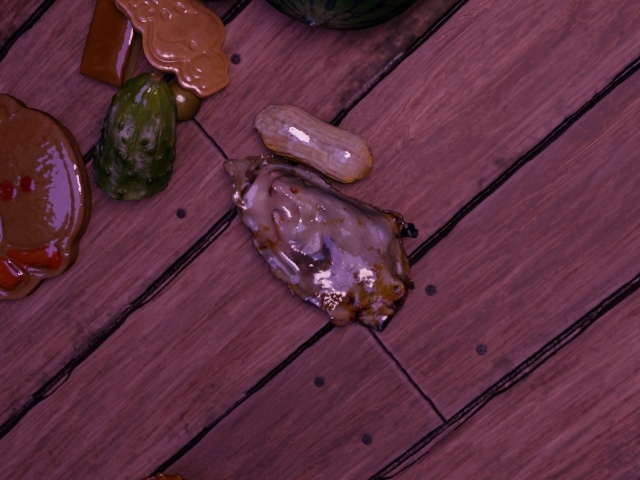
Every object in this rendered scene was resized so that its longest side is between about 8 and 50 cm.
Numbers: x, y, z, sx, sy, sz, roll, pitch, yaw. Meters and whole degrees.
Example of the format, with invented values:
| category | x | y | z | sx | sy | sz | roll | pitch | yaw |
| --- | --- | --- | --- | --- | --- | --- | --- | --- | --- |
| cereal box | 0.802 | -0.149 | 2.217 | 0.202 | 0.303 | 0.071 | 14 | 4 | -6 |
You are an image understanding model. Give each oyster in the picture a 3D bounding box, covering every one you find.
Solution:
| category | x | y | z | sx | sy | sz | roll | pitch | yaw |
| --- | --- | --- | --- | --- | --- | --- | --- | --- | --- |
| oyster | -0.011 | -0.003 | 1.337 | 0.361 | 0.096 | 0.221 | 27 | 110 | 9 |

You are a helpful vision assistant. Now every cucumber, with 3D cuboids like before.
| category | x | y | z | sx | sy | sz | roll | pitch | yaw |
| --- | --- | --- | --- | --- | --- | --- | --- | --- | --- |
| cucumber | -0.285 | -0.181 | 1.317 | 0.134 | 0.134 | 0.244 | 39 | 137 | 7 |

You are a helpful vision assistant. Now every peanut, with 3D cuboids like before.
| category | x | y | z | sx | sy | sz | roll | pitch | yaw |
| --- | --- | --- | --- | --- | --- | --- | --- | --- | --- |
| peanut | -0.012 | -0.157 | 1.321 | 0.206 | 0.087 | 0.087 | 25 | 102 | 10 |

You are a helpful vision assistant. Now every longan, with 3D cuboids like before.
| category | x | y | z | sx | sy | sz | roll | pitch | yaw |
| --- | --- | --- | --- | --- | --- | --- | --- | --- | --- |
| longan | -0.239 | -0.232 | 1.374 | 0.083 | 0.075 | 0.075 | 4 | 99 | -21 |

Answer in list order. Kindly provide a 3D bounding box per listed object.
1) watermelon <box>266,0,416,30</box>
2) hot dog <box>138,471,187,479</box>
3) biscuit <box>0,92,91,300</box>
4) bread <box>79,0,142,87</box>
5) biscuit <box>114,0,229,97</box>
| category | x | y | z | sx | sy | sz | roll | pitch | yaw |
| --- | --- | --- | --- | --- | --- | --- | --- | --- | --- |
| watermelon | 0.029 | -0.471 | 1.146 | 0.363 | 0.363 | 0.364 | 2 | 97 | 14 |
| hot dog | -0.268 | 0.492 | 1.426 | 0.256 | 0.153 | 0.150 | -3 | 125 | 25 |
| biscuit | -0.589 | -0.068 | 1.496 | 0.380 | 0.074 | 0.359 | -17 | 90 | 13 |
| bread | -0.336 | -0.378 | 1.399 | 0.088 | 0.049 | 0.226 | 21 | 100 | 11 |
| biscuit | -0.231 | -0.340 | 1.347 | 0.144 | 0.040 | 0.236 | -31 | 86 | -17 |
